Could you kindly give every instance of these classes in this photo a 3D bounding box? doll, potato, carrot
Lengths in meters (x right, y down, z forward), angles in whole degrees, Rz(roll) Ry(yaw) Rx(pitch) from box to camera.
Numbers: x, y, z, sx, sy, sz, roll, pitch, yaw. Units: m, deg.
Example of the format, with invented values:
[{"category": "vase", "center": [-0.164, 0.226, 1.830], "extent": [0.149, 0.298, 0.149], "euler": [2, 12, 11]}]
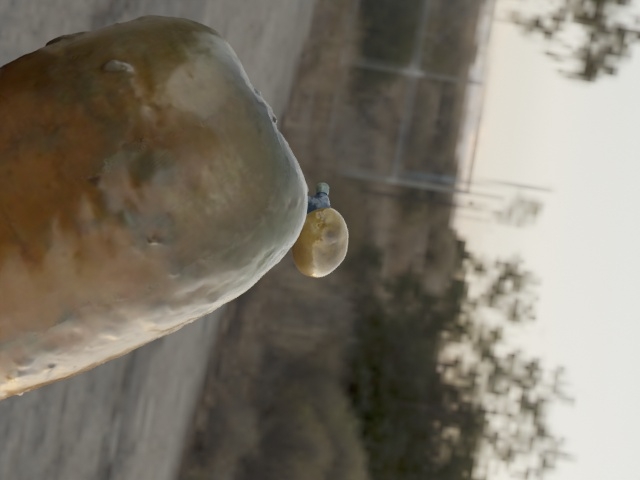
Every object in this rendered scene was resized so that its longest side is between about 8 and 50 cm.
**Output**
[{"category": "doll", "center": [-0.022, -0.025, 2.005], "extent": [0.050, 0.076, 0.083], "euler": [49, -48, 31]}, {"category": "potato", "center": [0.000, 0.000, 1.761], "extent": [0.068, 0.062, 0.083], "euler": [-55, 174, -34]}, {"category": "carrot", "center": [-0.188, -0.011, 1.113], "extent": [0.224, 0.341, 0.224], "euler": [60, -4, 8]}]
